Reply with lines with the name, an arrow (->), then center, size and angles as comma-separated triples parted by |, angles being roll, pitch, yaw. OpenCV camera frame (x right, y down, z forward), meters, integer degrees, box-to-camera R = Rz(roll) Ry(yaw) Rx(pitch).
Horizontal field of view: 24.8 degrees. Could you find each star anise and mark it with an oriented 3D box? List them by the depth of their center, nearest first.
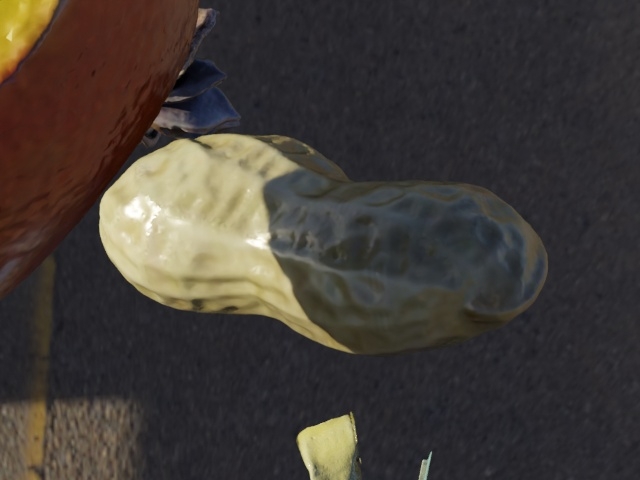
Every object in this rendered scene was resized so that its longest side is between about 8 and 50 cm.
star anise -> -0.182, -0.164, 1.460 | 0.229, 0.236, 0.093 | 27, 54, -22

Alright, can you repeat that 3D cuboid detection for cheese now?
cheese -> 0.011, 0.199, 1.363 | 0.060, 0.041, 0.084 | -15, 52, -3

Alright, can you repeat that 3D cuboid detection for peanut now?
peanut -> 0.000, 0.000, 0.930 | 0.298, 0.120, 0.136 | 13, 57, 25

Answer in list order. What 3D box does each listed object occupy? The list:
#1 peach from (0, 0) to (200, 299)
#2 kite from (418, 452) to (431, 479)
peach -> -0.197, -0.072, 0.592 | 0.306, 0.380, 0.242 | -26, 87, -33
kite -> 0.079, 0.429, 1.648 | 0.014, 0.406, 0.368 | 12, 19, 3
